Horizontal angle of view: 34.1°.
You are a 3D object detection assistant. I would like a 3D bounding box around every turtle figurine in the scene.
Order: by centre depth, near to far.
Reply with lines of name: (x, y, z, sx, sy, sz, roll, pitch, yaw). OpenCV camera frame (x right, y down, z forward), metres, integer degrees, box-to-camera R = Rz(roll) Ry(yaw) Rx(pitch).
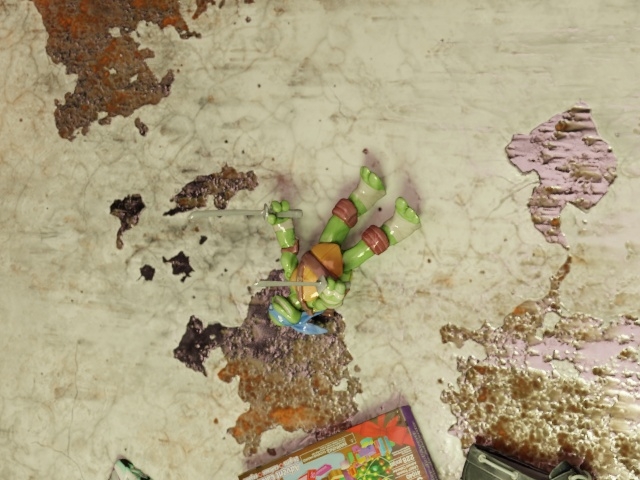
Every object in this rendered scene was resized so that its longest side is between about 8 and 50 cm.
turtle figurine: (0.000, 0.000, 1.563, 0.266, 0.198, 0.274, -42, 113, -6)

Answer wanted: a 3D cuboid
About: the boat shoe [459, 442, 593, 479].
boat shoe: (0.341, 0.361, 1.465, 0.301, 0.108, 0.102, 14, 90, 29)

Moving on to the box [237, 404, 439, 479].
box: (0.039, 0.399, 1.597, 0.293, 0.057, 0.201, -26, 77, 16)

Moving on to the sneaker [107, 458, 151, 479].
sneaker: (-0.318, 0.419, 1.746, 0.098, 0.038, 0.069, 34, 98, 30)
